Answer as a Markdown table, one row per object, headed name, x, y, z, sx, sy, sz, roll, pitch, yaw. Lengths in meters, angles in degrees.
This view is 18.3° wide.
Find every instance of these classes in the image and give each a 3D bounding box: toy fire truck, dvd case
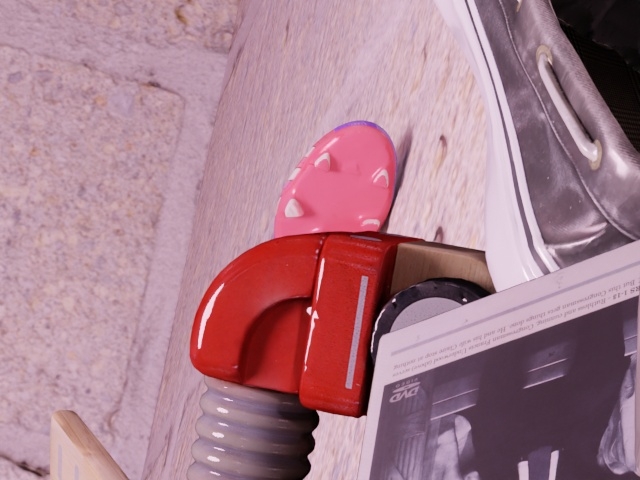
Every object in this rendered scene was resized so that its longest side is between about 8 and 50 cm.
| name | x | y | z | sx | sy | sz | roll | pitch | yaw |
| --- | --- | --- | --- | --- | --- | --- | --- | --- | --- |
| toy fire truck | -0.033 | 0.095 | 0.927 | 0.158 | 0.246 | 0.217 | -8 | -73 | -75 |
| dvd case | 0.082 | 0.107 | 0.693 | 0.179 | 0.029 | 0.239 | -22 | 39 | 33 |

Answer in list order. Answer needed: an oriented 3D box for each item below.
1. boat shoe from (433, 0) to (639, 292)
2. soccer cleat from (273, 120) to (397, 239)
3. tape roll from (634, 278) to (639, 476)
| name | x | y | z | sx | sy | sz | roll | pitch | yaw |
| --- | --- | --- | --- | --- | --- | --- | --- | --- | --- |
| boat shoe | 0.127 | -0.106 | 0.878 | 0.119 | 0.121 | 0.335 | 123 | 149 | -43 |
| soccer cleat | 0.000 | 0.000 | 1.550 | 0.095 | 0.083 | 0.248 | -81 | 7 | -56 |
| tape roll | 0.136 | -0.080 | 0.484 | 0.286 | 0.100 | 0.286 | 5 | -90 | -81 |
